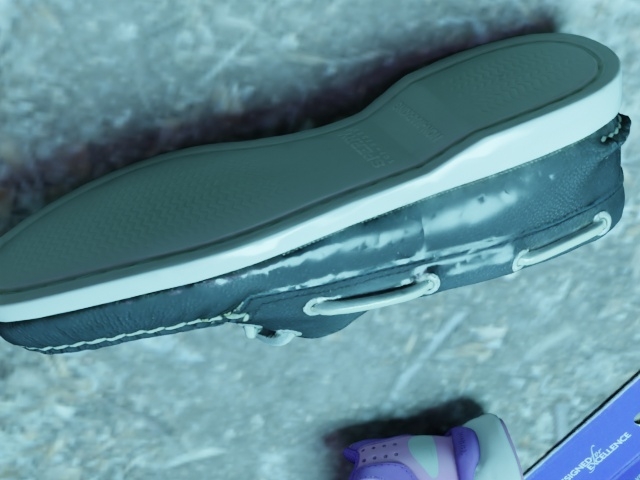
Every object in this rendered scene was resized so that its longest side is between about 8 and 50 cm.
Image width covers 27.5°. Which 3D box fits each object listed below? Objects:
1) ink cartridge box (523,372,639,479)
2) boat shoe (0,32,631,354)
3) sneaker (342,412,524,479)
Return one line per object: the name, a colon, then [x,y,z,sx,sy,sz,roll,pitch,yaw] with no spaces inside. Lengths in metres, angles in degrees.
ink cartridge box: [0.262,0.135,0.798,0.208,0.045,0.206,33,110,-30]
boat shoe: [0.000,0.000,0.583,0.302,0.114,0.091,-17,121,-3]
sneaker: [0.041,0.200,0.757,0.104,0.095,0.236,4,119,-10]
